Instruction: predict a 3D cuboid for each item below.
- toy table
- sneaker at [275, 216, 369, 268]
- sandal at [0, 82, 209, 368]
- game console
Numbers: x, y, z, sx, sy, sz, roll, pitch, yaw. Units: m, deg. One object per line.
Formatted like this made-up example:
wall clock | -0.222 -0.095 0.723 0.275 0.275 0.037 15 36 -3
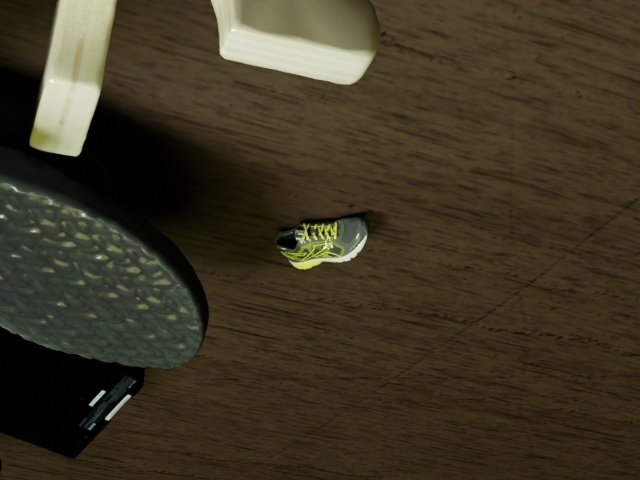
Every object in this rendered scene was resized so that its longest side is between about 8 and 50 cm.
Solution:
toy table | -0.094 -0.169 0.637 0.252 0.161 0.274 5 152 -4
sneaker | 0.000 0.000 1.060 0.083 0.031 0.035 -22 142 37
sandal | -0.242 -0.058 0.926 0.446 0.107 0.167 36 139 -26
game console | -0.309 0.184 1.168 0.361 0.044 0.213 -47 148 2
